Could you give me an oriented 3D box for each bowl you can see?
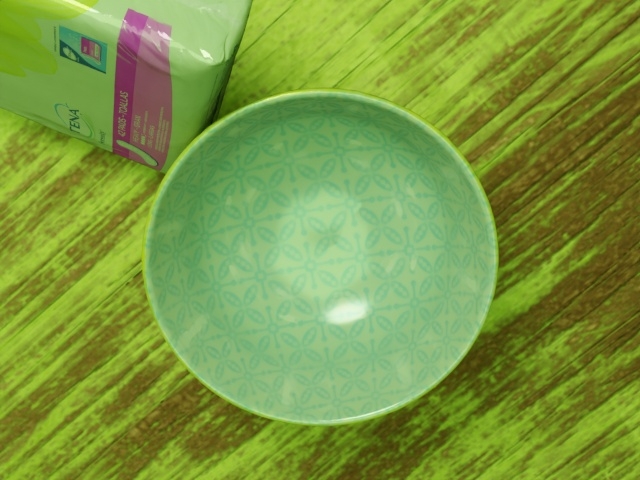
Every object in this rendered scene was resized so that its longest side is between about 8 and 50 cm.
[{"bbox_3d":[0.000,0.000,0.850,0.290,0.156,0.289,0,106,0],"label":"bowl"}]

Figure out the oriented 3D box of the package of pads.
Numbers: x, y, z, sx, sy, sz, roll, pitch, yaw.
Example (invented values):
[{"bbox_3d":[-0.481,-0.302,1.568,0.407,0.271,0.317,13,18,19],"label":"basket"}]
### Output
[{"bbox_3d":[-0.215,-0.175,0.773,0.297,0.229,0.101,22,69,-6],"label":"package of pads"}]
